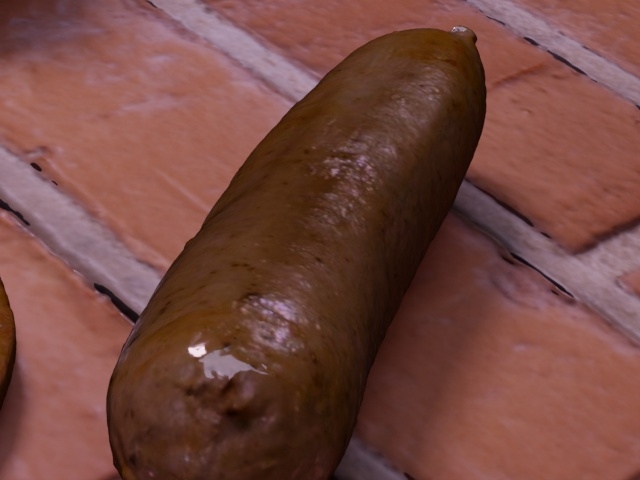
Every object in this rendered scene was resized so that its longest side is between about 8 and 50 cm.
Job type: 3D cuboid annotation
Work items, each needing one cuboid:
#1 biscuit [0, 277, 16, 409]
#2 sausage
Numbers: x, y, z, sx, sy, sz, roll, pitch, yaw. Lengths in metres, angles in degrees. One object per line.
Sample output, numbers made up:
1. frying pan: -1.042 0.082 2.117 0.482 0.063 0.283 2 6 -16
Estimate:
1. biscuit: -0.317 0.044 0.873 0.318 0.040 0.318 10 34 -7
2. sausage: -0.002 0.002 0.972 0.123 0.136 0.501 42 32 -7
